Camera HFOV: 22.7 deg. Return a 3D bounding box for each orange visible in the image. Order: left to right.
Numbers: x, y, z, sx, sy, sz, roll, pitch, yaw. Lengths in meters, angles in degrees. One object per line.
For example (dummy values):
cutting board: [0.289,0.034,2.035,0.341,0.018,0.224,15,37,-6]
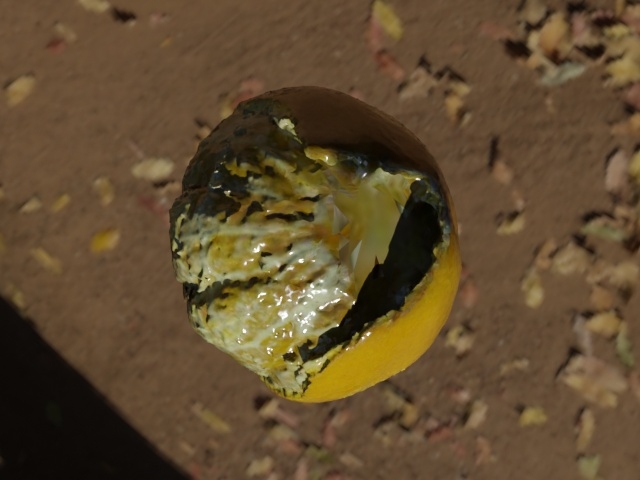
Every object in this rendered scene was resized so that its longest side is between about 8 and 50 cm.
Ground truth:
orange: [0.000,0.000,0.787,0.134,0.156,0.157,-17,112,53]
